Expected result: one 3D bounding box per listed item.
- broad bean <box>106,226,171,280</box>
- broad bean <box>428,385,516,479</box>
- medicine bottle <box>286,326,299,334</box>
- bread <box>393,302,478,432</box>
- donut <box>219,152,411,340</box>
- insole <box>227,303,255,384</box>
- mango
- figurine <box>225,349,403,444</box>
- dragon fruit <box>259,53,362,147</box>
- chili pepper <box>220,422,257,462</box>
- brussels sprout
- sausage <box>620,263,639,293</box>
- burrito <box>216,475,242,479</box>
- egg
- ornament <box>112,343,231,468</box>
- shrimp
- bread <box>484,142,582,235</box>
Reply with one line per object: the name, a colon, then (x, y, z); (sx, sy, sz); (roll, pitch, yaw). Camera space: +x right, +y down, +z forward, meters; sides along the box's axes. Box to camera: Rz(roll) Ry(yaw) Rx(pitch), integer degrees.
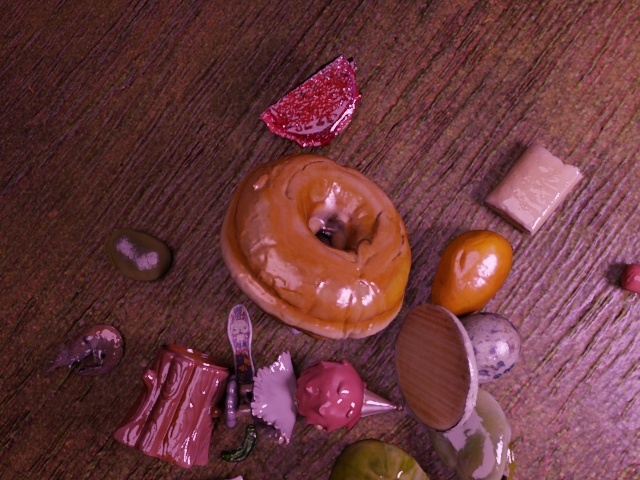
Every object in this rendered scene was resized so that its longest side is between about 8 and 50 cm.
broad bean: (-0.476, 0.036, 1.326); (0.174, 0.082, 0.124); (32, 87, 17)
broad bean: (0.321, 0.412, 1.083); (0.169, 0.100, 0.228); (-37, 72, 4)
medicine bottle: (-0.074, 0.080, 1.201); (0.144, 0.144, 0.252); (-36, 72, 5)
bread: (0.238, 0.262, 1.068); (0.040, 0.267, 0.267); (2, 79, -25)
donut: (0.000, 0.000, 1.073); (0.449, 0.449, 0.198); (52, 137, 15)
insole: (-0.196, 0.256, 1.269); (0.065, 0.004, 0.197); (-9, 79, 11)
mango: (0.324, 0.074, 1.133); (0.147, 0.109, 0.227); (40, 91, -9)
figurine: (-0.015, 0.348, 1.142); (0.387, 0.166, 0.207); (-2, 51, -1)
dragon fruit: (-0.010, -0.339, 1.259); (0.261, 0.163, 0.189); (-36, 41, 8)
chili pepper: (-0.183, 0.489, 1.215); (0.118, 0.035, 0.055); (-47, 62, 12)
brussels sprout: (0.138, 0.543, 1.048); (0.271, 0.210, 0.219); (26, 65, 4)
sausage: (0.713, 0.092, 1.066); (0.154, 0.062, 0.062); (14, 84, 15)
burrito: (-0.350, 0.637, 1.202); (0.392, 0.076, 0.117); (-15, 79, 9)
egg: (0.332, 0.231, 1.086); (0.181, 0.141, 0.141); (-37, 75, 16)
ornament: (-0.330, 0.366, 1.181); (0.221, 0.235, 0.218); (26, 80, -29)
shrimp: (-0.611, 0.305, 1.334); (0.223, 0.047, 0.126); (-30, 86, 5)
bread: (0.476, -0.115, 1.153); (0.139, 0.060, 0.178); (38, 90, 15)
